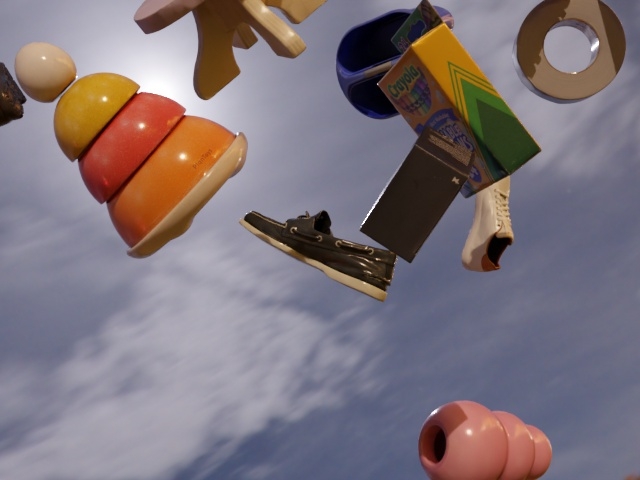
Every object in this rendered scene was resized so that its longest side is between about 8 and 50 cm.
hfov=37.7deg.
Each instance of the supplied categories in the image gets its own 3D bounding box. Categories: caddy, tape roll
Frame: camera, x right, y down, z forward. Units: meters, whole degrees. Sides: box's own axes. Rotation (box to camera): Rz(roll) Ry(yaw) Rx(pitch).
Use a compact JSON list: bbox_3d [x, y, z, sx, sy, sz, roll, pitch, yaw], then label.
[{"bbox_3d":[0.189,-0.433,2.288,0.341,0.241,0.179,-12,11,46],"label":"caddy"},{"bbox_3d":[0.511,-0.395,1.935,0.219,0.219,0.072,-38,-3,4],"label":"tape roll"}]

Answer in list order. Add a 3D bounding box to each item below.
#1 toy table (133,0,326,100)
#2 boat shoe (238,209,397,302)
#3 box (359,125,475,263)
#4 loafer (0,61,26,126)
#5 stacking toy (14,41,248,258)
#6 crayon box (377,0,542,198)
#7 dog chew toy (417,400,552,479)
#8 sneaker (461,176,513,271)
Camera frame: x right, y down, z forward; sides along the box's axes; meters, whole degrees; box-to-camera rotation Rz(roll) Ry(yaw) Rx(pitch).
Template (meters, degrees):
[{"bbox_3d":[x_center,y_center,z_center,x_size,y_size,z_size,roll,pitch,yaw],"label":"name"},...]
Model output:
[{"bbox_3d":[-0.118,-0.346,1.365,0.274,0.252,0.161,-37,-62,0],"label":"toy table"},{"bbox_3d":[-0.001,-0.001,1.806,0.113,0.340,0.127,-63,-30,-2],"label":"boat shoe"},{"bbox_3d":[0.146,-0.072,1.383,0.156,0.093,0.158,-58,-1,21],"label":"box"},{"bbox_3d":[-0.549,-0.241,1.574,0.078,0.220,0.080,-30,-66,-4],"label":"loafer"},{"bbox_3d":[-0.418,-0.229,1.922,0.350,0.480,0.350,-44,12,11],"label":"stacking toy"},{"bbox_3d":[0.220,-0.239,1.639,0.083,0.323,0.203,-37,0,-15],"label":"crayon box"},{"bbox_3d":[0.386,0.474,2.119,0.332,0.206,0.206,13,-50,-29],"label":"dog chew toy"},{"bbox_3d":[0.467,-0.053,2.444,0.106,0.123,0.290,19,-98,-41],"label":"sneaker"}]
